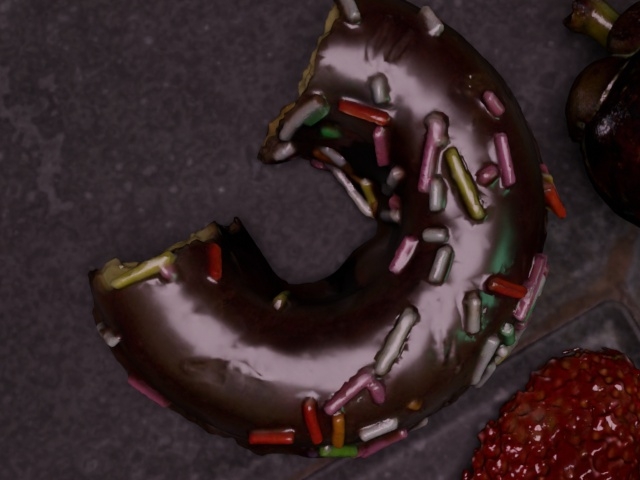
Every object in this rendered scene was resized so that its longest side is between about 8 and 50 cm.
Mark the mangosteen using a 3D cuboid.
[{"bbox_3d":[0.259,-0.092,0.935,0.172,0.172,0.184,3,69,1],"label":"mangosteen"}]

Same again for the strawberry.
[{"bbox_3d":[0.165,0.178,0.961,0.167,0.087,0.208,3,87,2],"label":"strawberry"}]

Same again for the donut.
[{"bbox_3d":[0.020,0.012,0.946,0.259,0.136,0.345,42,91,5],"label":"donut"}]
